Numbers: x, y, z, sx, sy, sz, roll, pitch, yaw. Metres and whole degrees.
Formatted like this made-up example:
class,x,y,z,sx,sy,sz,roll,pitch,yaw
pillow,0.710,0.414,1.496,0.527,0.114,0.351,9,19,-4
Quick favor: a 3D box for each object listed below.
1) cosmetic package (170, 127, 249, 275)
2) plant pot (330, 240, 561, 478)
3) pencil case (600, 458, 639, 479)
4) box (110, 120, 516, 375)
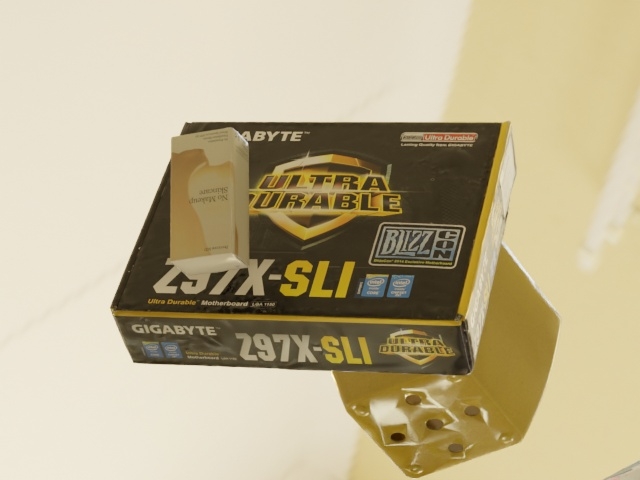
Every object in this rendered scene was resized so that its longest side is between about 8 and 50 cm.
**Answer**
class,x,y,z,sx,sy,sz,roll,pitch,yaw
cosmetic package,-0.093,-0.033,1.591,0.041,0.060,0.115,44,-140,-63
plant pot,0.122,0.127,2.022,0.212,0.187,0.212,-22,-51,24
pencil case,0.129,0.198,1.061,0.273,0.124,0.113,-13,-36,-14
box,0.000,0.000,1.707,0.079,0.322,0.257,74,-156,-44
